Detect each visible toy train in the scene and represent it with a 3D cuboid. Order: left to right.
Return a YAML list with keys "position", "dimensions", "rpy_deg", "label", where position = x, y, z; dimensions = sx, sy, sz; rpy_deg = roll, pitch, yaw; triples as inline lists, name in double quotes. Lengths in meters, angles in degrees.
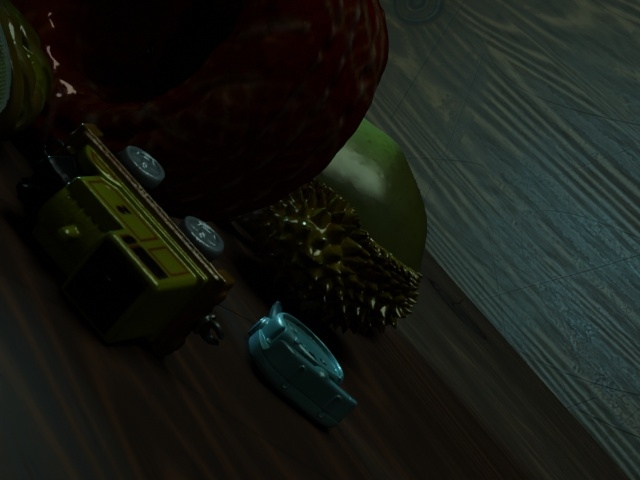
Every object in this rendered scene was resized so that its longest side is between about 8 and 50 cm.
- position: [-0.156, 0.000, 0.844]
  dimensions: [0.219, 0.089, 0.127]
  rpy_deg: [48, 19, 12]
  label: "toy train"

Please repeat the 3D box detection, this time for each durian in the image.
- position: [0.010, 0.041, 1.326]
  dimensions: [0.249, 0.183, 0.138]
  rpy_deg: [38, 41, -28]
  label: "durian"

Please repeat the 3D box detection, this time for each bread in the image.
- position: [-0.306, -0.171, 0.885]
  dimensions: [0.213, 0.104, 0.213]
  rpy_deg: [46, 10, -11]
  label: "bread"

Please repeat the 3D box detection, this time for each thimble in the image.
- position: [-0.123, -0.196, 1.062]
  dimensions: [0.350, 0.350, 0.230]
  rpy_deg: [49, 7, 24]
  label: "thimble"

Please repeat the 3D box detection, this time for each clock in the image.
- position: [-0.023, 0.114, 1.084]
  dimensions: [0.108, 0.045, 0.147]
  rpy_deg: [43, 8, -24]
  label: "clock"

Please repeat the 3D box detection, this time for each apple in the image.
- position: [0.002, -0.058, 1.649]
  dimensions: [0.360, 0.311, 0.320]
  rpy_deg: [-74, 161, -65]
  label: "apple"

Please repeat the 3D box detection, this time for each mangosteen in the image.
- position: [-0.215, -0.327, 1.483]
  dimensions: [0.359, 0.306, 0.306]
  rpy_deg: [-5, 47, -50]
  label: "mangosteen"

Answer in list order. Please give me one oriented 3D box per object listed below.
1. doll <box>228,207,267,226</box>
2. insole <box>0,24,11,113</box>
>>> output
- position: [-0.081, -0.047, 1.410]
  dimensions: [0.207, 0.081, 0.129]
  rpy_deg: [33, -25, -23]
  label: "doll"
- position: [-0.278, -0.201, 0.831]
  dimensions: [0.109, 0.007, 0.322]
  rpy_deg: [32, 32, -42]
  label: "insole"
